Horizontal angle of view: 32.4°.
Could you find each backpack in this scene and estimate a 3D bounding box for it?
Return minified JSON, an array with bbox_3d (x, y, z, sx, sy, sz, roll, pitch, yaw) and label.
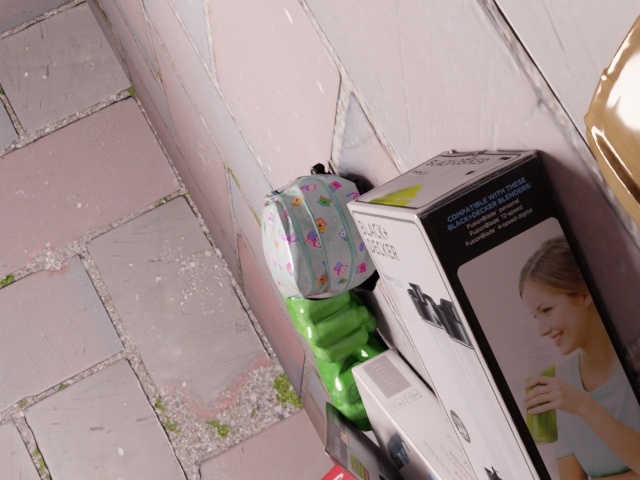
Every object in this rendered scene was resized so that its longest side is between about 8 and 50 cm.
[{"bbox_3d":[0.000,0.000,1.140,0.152,0.115,0.182,66,168,-2],"label":"backpack"}]

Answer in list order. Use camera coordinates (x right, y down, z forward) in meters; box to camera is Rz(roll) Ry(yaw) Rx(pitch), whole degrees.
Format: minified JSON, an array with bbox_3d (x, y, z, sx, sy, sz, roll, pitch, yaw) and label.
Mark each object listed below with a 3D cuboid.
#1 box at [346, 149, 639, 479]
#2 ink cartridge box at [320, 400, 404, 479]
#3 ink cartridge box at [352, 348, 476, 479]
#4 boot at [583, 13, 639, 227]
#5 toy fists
[{"bbox_3d":[0.133,0.086,0.746,0.290,0.087,0.169,65,170,-11],"label":"box"},{"bbox_3d":[0.063,0.349,1.313,0.272,0.130,0.309,44,-179,0],"label":"ink cartridge box"},{"bbox_3d":[0.155,0.302,1.279,0.296,0.066,0.261,47,161,58],"label":"ink cartridge box"},{"bbox_3d":[0.191,0.061,0.408,0.270,0.089,0.236,59,159,22],"label":"boot"},{"bbox_3d":[0.028,0.127,1.400,0.142,0.096,0.279,-114,1,-58],"label":"toy fists"}]
